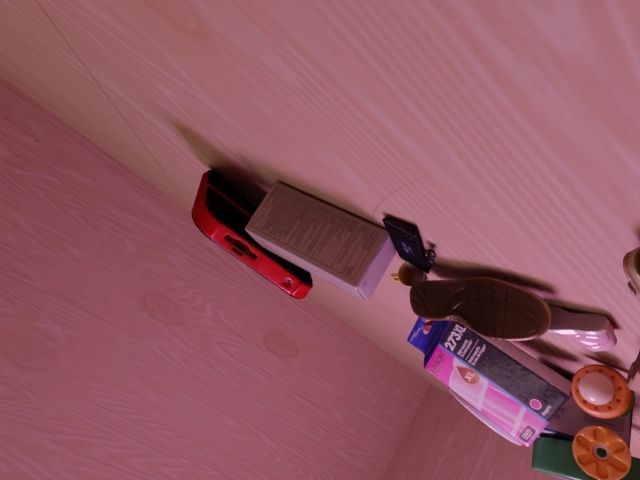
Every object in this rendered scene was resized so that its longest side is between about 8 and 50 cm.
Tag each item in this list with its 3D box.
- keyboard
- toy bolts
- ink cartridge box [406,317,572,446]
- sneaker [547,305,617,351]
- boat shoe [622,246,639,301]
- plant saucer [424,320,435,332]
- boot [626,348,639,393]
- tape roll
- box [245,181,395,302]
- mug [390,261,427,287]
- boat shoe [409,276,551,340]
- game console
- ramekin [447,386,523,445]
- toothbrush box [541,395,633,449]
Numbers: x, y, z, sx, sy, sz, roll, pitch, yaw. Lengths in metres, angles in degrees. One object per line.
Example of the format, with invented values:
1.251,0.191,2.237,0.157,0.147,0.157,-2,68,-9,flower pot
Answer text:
0.190,0.015,0.879,0.108,0.023,0.180,32,170,33,keyboard
0.585,0.362,0.819,0.228,0.219,0.158,10,169,42,toy bolts
0.380,0.299,1.054,0.370,0.176,0.069,36,-148,29,ink cartridge box
0.430,0.153,0.744,0.070,0.051,0.134,44,160,-22,sneaker
0.385,0.058,0.503,0.152,0.056,0.048,30,164,-24,boat shoe
0.442,0.297,1.257,0.258,0.048,0.259,33,166,0,plant saucer
0.549,0.186,0.582,0.206,0.090,0.248,10,156,31,boot
0.672,0.546,1.022,0.320,0.077,0.321,15,157,6,tape roll
0.000,0.000,0.999,0.310,0.148,0.121,28,167,26,box
0.209,0.080,0.997,0.078,0.062,0.064,31,177,34,mug
0.309,0.121,0.845,0.098,0.109,0.302,-2,179,-32,boat shoe
-0.185,-0.022,1.234,0.386,0.060,0.342,40,-167,-25,game console
0.572,0.516,1.432,0.277,0.135,0.277,35,-177,-2,ramekin
0.648,0.466,1.131,0.216,0.126,0.295,10,158,28,toothbrush box
